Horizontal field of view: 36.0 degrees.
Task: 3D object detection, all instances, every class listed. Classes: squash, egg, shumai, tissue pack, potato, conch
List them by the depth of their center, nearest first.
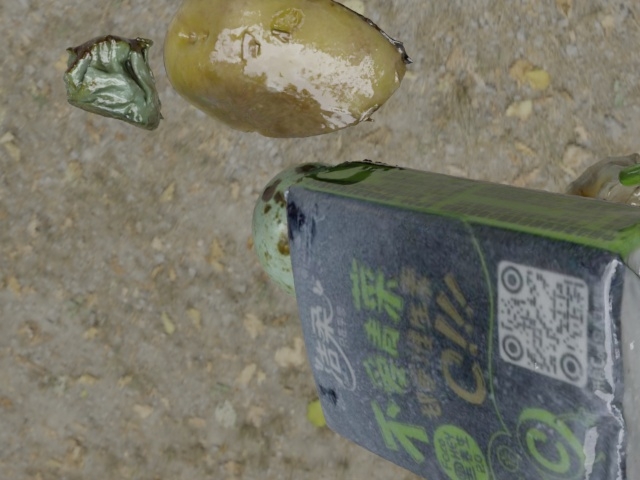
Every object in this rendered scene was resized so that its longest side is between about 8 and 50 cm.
[{"bbox_3d":[0.137,0.090,0.894,0.394,0.124,0.287,14,118,50],"label":"tissue pack"},{"bbox_3d":[-0.055,-0.169,0.912,0.243,0.098,0.138,3,146,35],"label":"potato"},{"bbox_3d":[0.356,-0.075,1.040,0.089,0.027,0.027,-10,122,45],"label":"squash"},{"bbox_3d":[0.000,0.000,1.274,0.169,0.169,0.231,-2,142,11],"label":"egg"},{"bbox_3d":[0.350,0.006,1.349,0.324,0.263,0.186,-32,75,20],"label":"conch"},{"bbox_3d":[-0.322,-0.264,1.589,0.184,0.184,0.141,18,94,-2],"label":"shumai"}]
